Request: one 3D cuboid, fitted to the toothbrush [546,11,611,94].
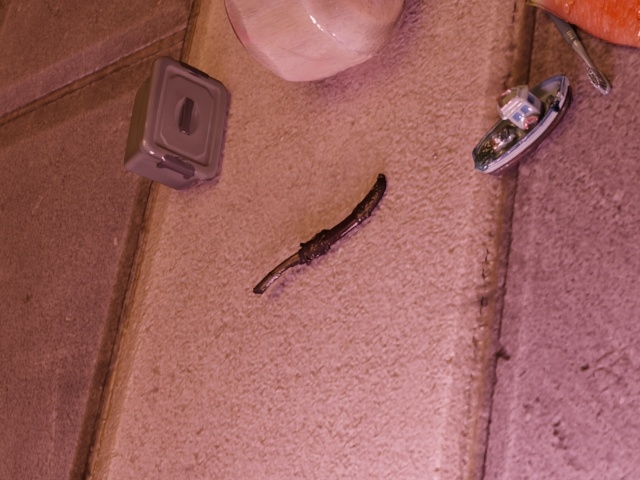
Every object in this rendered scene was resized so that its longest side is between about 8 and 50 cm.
[{"bbox_3d":[0.271,-0.229,1.608,0.016,0.019,0.219,-47,38,25],"label":"toothbrush"}]

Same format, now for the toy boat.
[{"bbox_3d":[0.212,-0.131,1.572,0.140,0.066,0.059,-42,37,21],"label":"toy boat"}]

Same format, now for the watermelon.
[{"bbox_3d":[0.319,-0.270,1.555,0.245,0.063,0.119,26,103,47],"label":"watermelon"}]

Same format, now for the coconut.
[{"bbox_3d":[-0.020,-0.312,1.846,0.234,0.224,0.224,-6,62,45],"label":"coconut"}]

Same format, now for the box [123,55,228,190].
[{"bbox_3d":[-0.208,-0.156,2.043,0.093,0.124,0.172,-33,42,47],"label":"box"}]

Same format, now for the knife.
[{"bbox_3d":[0.002,0.004,1.764,0.222,0.021,0.045,-41,41,17],"label":"knife"}]
